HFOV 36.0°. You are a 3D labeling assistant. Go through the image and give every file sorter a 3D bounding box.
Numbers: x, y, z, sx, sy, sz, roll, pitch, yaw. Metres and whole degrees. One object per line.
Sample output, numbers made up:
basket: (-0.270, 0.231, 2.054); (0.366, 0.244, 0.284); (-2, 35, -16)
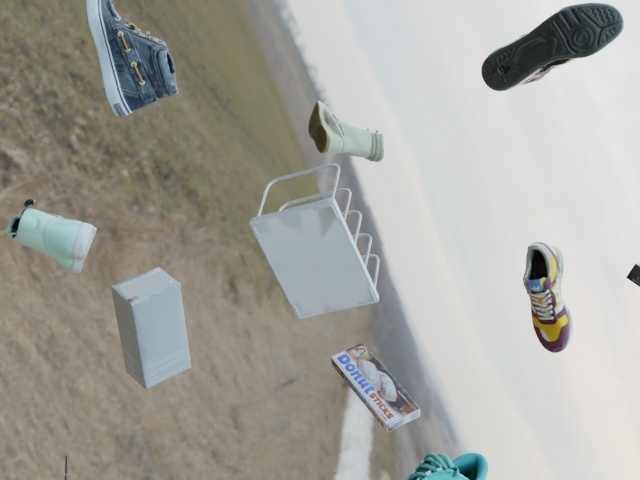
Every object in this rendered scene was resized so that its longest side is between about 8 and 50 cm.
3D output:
file sorter: (0.000, 0.000, 2.172); (0.173, 0.193, 0.277); (-76, 147, -53)

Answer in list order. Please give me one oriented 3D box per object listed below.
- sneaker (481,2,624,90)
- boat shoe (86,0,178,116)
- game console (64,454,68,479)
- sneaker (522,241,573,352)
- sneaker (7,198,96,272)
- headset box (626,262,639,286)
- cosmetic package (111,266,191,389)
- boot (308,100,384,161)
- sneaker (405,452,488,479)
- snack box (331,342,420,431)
sneaker: (0.373, -0.315, 1.582); (0.087, 0.228, 0.130); (61, 23, -5)
boat shoe: (-0.227, -0.235, 1.198); (0.065, 0.083, 0.183); (75, -3, -65)
game console: (-0.578, 0.542, 2.141); (0.071, 0.107, 0.122); (47, -33, 22)
sneaker: (0.370, 0.095, 1.643); (0.084, 0.070, 0.185); (10, 71, -53)
sneaker: (-0.513, -0.011, 1.880); (0.256, 0.151, 0.094); (141, -33, -73)
headset box: (0.570, 0.068, 1.698); (0.062, 0.032, 0.083); (39, 23, 29)
cosmetic package: (-0.371, 0.193, 2.170); (0.107, 0.127, 0.237); (29, -49, 45)
boot: (0.063, -0.264, 2.419); (0.213, 0.165, 0.077); (-108, -148, -55)
sneaker: (0.131, 0.330, 1.290); (0.107, 0.109, 0.275); (22, 10, 37)
snack box: (0.089, 0.239, 1.619); (0.178, 0.064, 0.022); (47, -28, 45)
